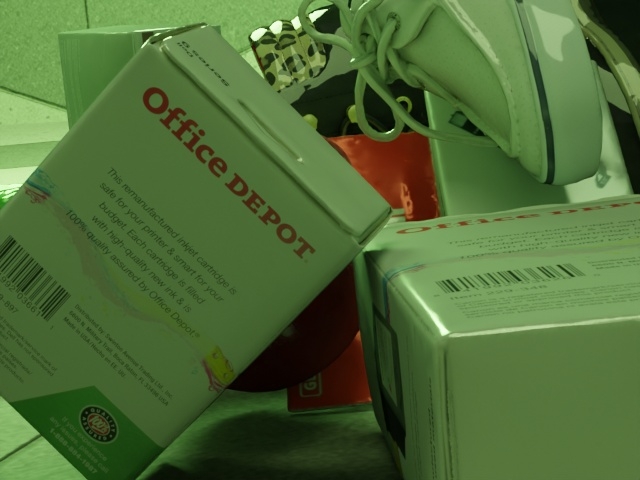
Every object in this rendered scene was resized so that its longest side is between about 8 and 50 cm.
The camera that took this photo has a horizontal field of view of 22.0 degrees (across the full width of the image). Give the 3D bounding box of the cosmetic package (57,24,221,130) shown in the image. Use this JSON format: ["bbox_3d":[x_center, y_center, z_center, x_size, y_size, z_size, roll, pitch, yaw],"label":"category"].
[{"bbox_3d":[-0.186,-0.160,1.703,0.107,0.127,0.238,-10,13,-28],"label":"cosmetic package"}]

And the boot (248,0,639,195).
[{"bbox_3d":[0.116,-0.098,1.368,0.284,0.377,0.138,-20,-32,-2],"label":"boot"}]

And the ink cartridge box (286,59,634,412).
[{"bbox_3d":[0.090,-0.011,1.114,0.239,0.060,0.275,-4,43,0],"label":"ink cartridge box"}]

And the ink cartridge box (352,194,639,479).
[{"bbox_3d":[0.147,0.064,0.835,0.226,0.131,0.306,-6,8,-4],"label":"ink cartridge box"}]

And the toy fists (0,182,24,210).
[{"bbox_3d":[-0.335,-0.009,1.620,0.279,0.096,0.142,1,1,39],"label":"toy fists"}]

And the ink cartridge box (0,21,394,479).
[{"bbox_3d":[-0.089,0.009,0.898,0.212,0.154,0.093,-46,-1,21],"label":"ink cartridge box"}]

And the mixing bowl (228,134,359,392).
[{"bbox_3d":[-0.035,0.029,1.044,0.181,0.098,0.181,-22,40,20],"label":"mixing bowl"}]

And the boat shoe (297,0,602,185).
[{"bbox_3d":[0.065,-0.149,1.124,0.156,0.136,0.367,-13,41,-8],"label":"boat shoe"}]

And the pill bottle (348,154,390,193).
[{"bbox_3d":[0.000,0.000,1.259,0.246,0.136,0.136,-3,10,9],"label":"pill bottle"}]

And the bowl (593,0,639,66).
[{"bbox_3d":[0.258,-0.128,1.564,0.391,0.077,0.391,0,36,0],"label":"bowl"}]
